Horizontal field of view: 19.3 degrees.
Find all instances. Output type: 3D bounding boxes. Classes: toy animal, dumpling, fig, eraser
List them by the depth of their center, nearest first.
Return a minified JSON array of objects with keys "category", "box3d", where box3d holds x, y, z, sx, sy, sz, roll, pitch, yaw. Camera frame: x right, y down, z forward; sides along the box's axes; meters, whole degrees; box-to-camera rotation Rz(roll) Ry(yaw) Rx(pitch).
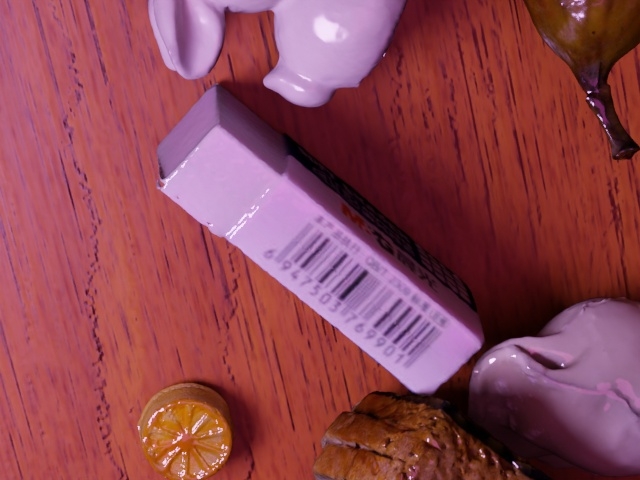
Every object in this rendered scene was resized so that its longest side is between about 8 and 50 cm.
[{"category":"toy animal","box3d":[-0.034,-0.195,1.480,0.193,0.127,0.178,15,104,-13]},{"category":"fig","box3d":[0.224,-0.200,1.490,0.170,0.145,0.274,-3,90,-5]},{"category":"eraser","box3d":[0.000,0.000,1.535,0.287,0.130,0.086,40,101,-16]},{"category":"dumpling","box3d":[0.239,0.139,1.597,0.258,0.147,0.193,11,144,-21]}]

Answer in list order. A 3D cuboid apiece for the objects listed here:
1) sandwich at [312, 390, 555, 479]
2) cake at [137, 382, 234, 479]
[{"category":"sandwich","box3d":[0.132,0.231,1.552,0.273,0.249,0.095,37,78,-15]},{"category":"cake","box3d":[-0.113,0.164,1.608,0.084,0.044,0.084,-1,104,-5]}]
